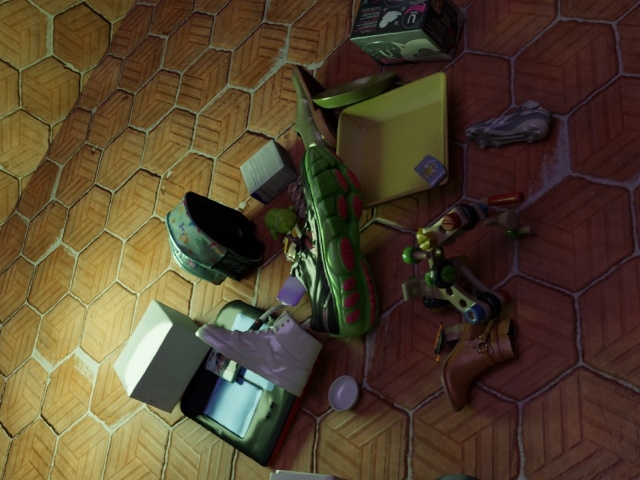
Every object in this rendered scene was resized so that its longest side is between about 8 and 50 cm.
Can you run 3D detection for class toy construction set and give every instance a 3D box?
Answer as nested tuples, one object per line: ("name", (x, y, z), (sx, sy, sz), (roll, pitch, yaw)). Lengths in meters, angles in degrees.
("toy construction set", (0.289, 0.022, 1.753), (0.309, 0.257, 0.237), (-49, 23, -26))

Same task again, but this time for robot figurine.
("robot figurine", (-0.108, -0.054, 2.214), (0.101, 0.067, 0.115), (-51, 30, -19))

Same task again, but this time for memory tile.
("memory tile", (-0.035, -0.136, 2.244), (0.113, 0.012, 0.148), (-40, 47, 17))

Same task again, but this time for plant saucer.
("plant saucer", (0.194, -0.229, 2.052), (0.333, 0.081, 0.333), (-16, 58, 34))
("plant saucer", (0.096, -0.404, 2.183), (0.241, 0.037, 0.241), (-17, 17, 5))

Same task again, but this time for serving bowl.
("serving bowl", (0.059, 0.357, 1.872), (0.083, 0.027, 0.083), (-20, 56, 32))

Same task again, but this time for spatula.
("spatula", (-0.132, 0.191, 2.042), (0.084, 0.030, 0.296), (17, 55, 45))

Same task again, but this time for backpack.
("backpack", (-0.313, -0.011, 2.241), (0.191, 0.253, 0.225), (-39, 47, 17))

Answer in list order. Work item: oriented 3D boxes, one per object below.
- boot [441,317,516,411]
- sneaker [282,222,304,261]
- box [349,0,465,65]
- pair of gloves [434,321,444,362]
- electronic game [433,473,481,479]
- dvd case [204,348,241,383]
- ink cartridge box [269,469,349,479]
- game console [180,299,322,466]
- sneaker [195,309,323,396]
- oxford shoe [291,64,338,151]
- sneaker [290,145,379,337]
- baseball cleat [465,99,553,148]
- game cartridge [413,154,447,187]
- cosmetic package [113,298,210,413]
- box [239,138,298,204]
("boot", (0.332, 0.251, 1.668), (0.152, 0.073, 0.197), (-13, 61, 31))
("sneaker", (-0.049, 0.042, 2.124), (0.084, 0.069, 0.185), (-45, 38, 23))
("box", (0.230, -0.567, 2.153), (0.247, 0.163, 0.142), (7, 75, 43))
("pair of gloves", (0.256, 0.219, 1.746), (0.010, 0.083, 0.074), (10, 101, 2))
("electronic game", (0.262, 0.570, 1.561), (0.229, 0.048, 0.229), (-19, 56, 31))
("dvd case", (-0.248, 0.312, 2.100), (0.119, 0.013, 0.087), (19, 84, 46))
("ink cartridge box", (0.016, 0.667, 1.548), (0.166, 0.285, 0.395), (-9, 61, 36))
("game console", (-0.186, 0.349, 2.067), (0.386, 0.060, 0.342), (18, 79, 45))
("sneaker", (-0.139, 0.232, 1.927), (0.292, 0.108, 0.169), (27, 82, 8))
("oxford shoe", (-0.040, -0.367, 2.305), (0.130, 0.123, 0.348), (-40, 45, 24))
("sneaker", (0.000, 0.000, 1.951), (0.202, 0.185, 0.483), (-17, 74, 38))
("baseball cleat", (0.443, -0.272, 1.882), (0.206, 0.072, 0.109), (5, 56, 37))
("game cartridge", (0.260, -0.165, 1.892), (0.056, 0.017, 0.083), (-45, 46, 6))
("cosmetic package", (-0.434, 0.313, 2.208), (0.225, 0.138, 0.224), (-60, 29, 0))
("box", (-0.150, -0.198, 2.335), (0.137, 0.072, 0.126), (-38, 47, 17))
